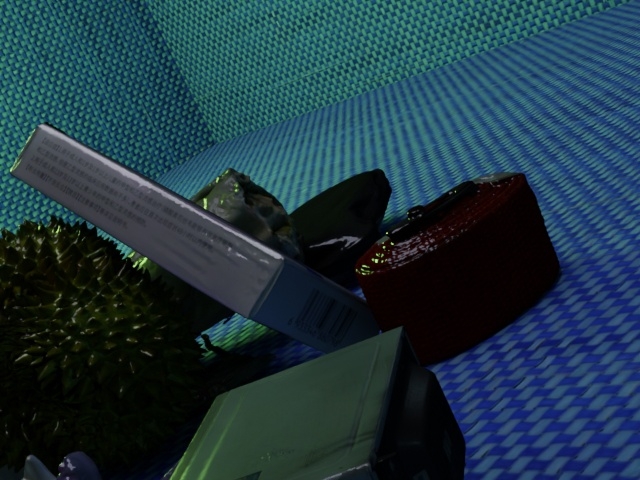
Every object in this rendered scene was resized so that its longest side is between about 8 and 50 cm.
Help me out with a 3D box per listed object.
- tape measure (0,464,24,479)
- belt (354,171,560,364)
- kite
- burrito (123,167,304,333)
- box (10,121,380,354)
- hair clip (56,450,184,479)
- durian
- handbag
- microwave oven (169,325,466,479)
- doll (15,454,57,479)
[{"bbox_3d":[-0.404,0.199,1.412,0.231,0.133,0.271,-12,23,15],"label":"tape measure"},{"bbox_3d":[0.125,0.015,1.113,0.201,0.124,0.128,-34,16,-30],"label":"belt"},{"bbox_3d":[-0.132,0.148,1.346,0.141,0.015,0.245,-29,14,-12],"label":"kite"},{"bbox_3d":[-0.173,0.066,1.377,0.332,0.135,0.190,-42,19,3],"label":"burrito"},{"bbox_3d":[-0.119,0.002,1.161,0.343,0.200,0.065,28,89,35],"label":"box"},{"bbox_3d":[-0.131,0.201,0.880,0.278,0.137,0.090,-29,-24,-16],"label":"hair clip"},{"bbox_3d":[-0.249,0.107,1.182,0.291,0.291,0.225,-21,18,22],"label":"durian"},{"bbox_3d":[0.000,0.001,1.552,0.191,0.075,0.332,-28,14,15],"label":"handbag"},{"bbox_3d":[0.002,0.162,0.716,0.163,0.129,0.205,-21,13,15],"label":"microwave oven"},{"bbox_3d":[-0.316,0.265,1.061,0.384,0.099,0.188,-23,11,49],"label":"doll"}]
